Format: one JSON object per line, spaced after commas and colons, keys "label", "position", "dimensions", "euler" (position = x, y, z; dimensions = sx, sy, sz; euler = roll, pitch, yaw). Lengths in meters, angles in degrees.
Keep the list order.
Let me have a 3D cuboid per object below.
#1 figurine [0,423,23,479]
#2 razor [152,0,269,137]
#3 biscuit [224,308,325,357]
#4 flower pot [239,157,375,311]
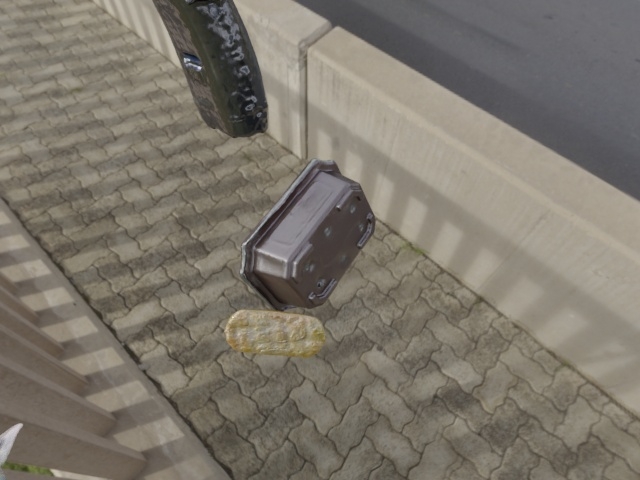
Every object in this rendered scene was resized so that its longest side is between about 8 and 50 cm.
{"label": "figurine", "position": [-0.486, 0.378, 0.548], "dimensions": [0.235, 0.127, 0.155], "euler": [-53, 39, 4]}
{"label": "razor", "position": [-0.195, -0.341, 0.722], "dimensions": [0.189, 0.326, 0.107], "euler": [32, 64, 33]}
{"label": "biscuit", "position": [-0.064, 0.135, 0.596], "dimensions": [0.147, 0.071, 0.018], "euler": [8, 15, -10]}
{"label": "flower pot", "position": [0.000, 0.000, 0.655], "dimensions": [0.084, 0.178, 0.250], "euler": [18, 62, 39]}
